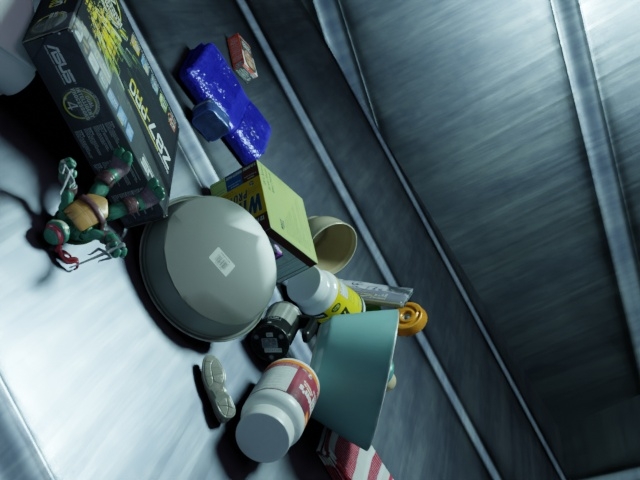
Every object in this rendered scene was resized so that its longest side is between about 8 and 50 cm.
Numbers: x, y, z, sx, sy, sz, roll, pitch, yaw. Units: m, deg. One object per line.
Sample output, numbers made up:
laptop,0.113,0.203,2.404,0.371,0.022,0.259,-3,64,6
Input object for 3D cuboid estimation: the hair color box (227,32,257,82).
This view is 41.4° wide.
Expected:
hair color box,-0.235,-0.549,2.548,0.072,0.043,0.141,40,29,-50

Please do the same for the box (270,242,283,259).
box,-0.165,0.034,1.787,0.162,0.116,0.029,25,36,-61

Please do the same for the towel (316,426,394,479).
towel,0.107,0.537,1.916,0.329,0.037,0.237,58,18,-11

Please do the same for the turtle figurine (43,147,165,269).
turtle figurine,-0.365,-0.051,1.352,0.175,0.118,0.234,57,42,-12

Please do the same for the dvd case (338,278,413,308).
dvd case,0.128,0.141,2.287,0.164,0.221,0.018,-37,131,-71

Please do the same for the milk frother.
milk frother,-0.077,0.225,1.812,0.135,0.129,0.143,-57,160,-69

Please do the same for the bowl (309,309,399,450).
bowl,0.058,0.284,1.833,0.311,0.163,0.311,12,90,-87

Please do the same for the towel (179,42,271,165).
towel,-0.240,-0.362,2.220,0.308,0.076,0.227,53,20,-25

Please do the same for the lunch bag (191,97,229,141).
lunch bag,-0.265,-0.295,2.071,0.098,0.067,0.065,48,23,-37

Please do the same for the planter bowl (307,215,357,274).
planter bowl,0.000,0.000,2.245,0.109,0.162,0.162,42,1,44

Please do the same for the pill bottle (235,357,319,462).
pill bottle,-0.080,0.319,1.598,0.121,0.121,0.221,59,18,-9

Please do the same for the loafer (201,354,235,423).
loafer,-0.190,0.269,1.525,0.045,0.039,0.125,-5,59,-34

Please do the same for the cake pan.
cake pan,-0.198,0.044,1.596,0.293,0.054,0.293,18,61,-35

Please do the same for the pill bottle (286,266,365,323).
pill bottle,0.013,0.145,2.093,0.208,0.119,0.119,39,29,-48

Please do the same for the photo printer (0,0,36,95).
photo printer,-0.586,-0.397,1.310,0.307,0.107,0.256,36,31,-52

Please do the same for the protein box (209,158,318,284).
protein box,-0.130,-0.036,1.948,0.201,0.136,0.200,39,29,-50

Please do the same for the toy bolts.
toy bolts,0.190,0.289,2.269,0.158,0.218,0.228,61,33,-40

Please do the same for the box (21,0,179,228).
box,-0.380,-0.270,1.539,0.318,0.097,0.395,-92,166,-51
